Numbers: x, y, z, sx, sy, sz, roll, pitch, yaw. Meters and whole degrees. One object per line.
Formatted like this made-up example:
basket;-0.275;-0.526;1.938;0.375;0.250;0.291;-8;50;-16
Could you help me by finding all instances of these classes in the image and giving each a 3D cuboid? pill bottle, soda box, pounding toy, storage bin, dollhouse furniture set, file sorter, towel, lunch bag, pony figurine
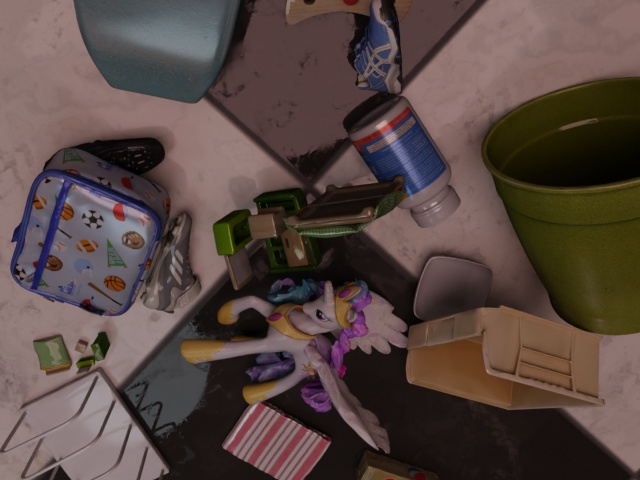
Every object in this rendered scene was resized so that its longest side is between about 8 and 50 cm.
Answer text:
pill bottle;0.157;-0.135;1.220;0.124;0.124;0.222;-33;106;8
soda box;0.169;0.518;1.473;0.181;0.061;0.058;22;106;-10
pounding toy;0.066;-0.453;1.139;0.269;0.155;0.154;-13;138;11
storage bin;0.327;0.220;1.250;0.260;0.262;0.123;17;70;-17
dollhouse furniture set;0.000;0.000;1.166;0.301;0.197;0.151;-6;108;26
dollhouse furniture set;-0.496;0.227;1.344;0.151;0.058;0.076;-13;108;1
file sorter;-0.466;0.441;1.358;0.192;0.173;0.278;-27;107;6
towel;-0.093;0.430;1.451;0.197;0.029;0.144;32;104;-10
lunch bag;-0.416;-0.003;1.205;0.243;0.115;0.303;23;125;-15
pony figurine;-0.014;0.203;1.249;0.363;0.303;0.351;-18;134;29

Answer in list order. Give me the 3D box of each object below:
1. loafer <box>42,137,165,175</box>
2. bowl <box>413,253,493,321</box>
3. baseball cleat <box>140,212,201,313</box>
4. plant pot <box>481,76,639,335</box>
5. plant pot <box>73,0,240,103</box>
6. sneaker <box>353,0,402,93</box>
loafer;-0.385;-0.150;1.210;0.223;0.078;0.076;-12;140;7
bowl;0.255;0.094;1.340;0.142;0.053;0.142;11;107;-7
baseball cleat;-0.266;0.046;1.299;0.109;0.072;0.206;20;112;-23
plant pot;0.497;-0.040;1.178;0.366;0.366;0.353;-20;120;4
plant pot;-0.242;-0.366;1.069;0.246;0.248;0.252;11;126;-7
sneaker;0.095;-0.314;1.135;0.081;0.080;0.211;-2;152;7
